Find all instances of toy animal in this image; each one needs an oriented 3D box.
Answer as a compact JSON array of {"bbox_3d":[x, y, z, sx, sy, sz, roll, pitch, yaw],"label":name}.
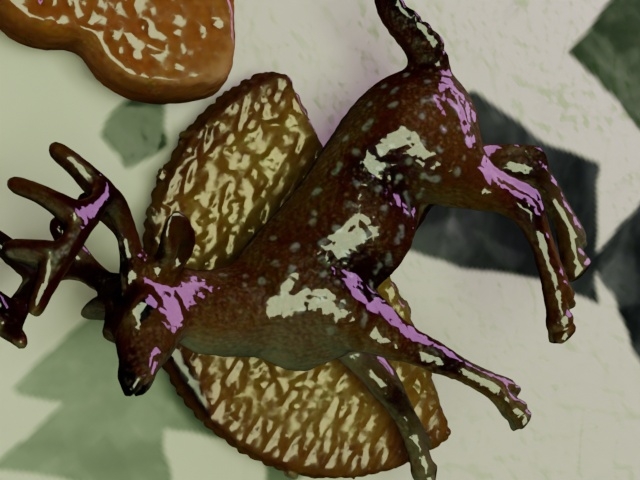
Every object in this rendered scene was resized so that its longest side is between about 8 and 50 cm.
[{"bbox_3d":[-0.010,0.004,0.793,0.260,0.087,0.243,40,64,-17],"label":"toy animal"}]

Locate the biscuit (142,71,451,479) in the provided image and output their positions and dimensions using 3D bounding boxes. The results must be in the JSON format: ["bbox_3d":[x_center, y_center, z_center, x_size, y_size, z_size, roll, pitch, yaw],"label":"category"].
[{"bbox_3d":[-0.023,0.031,0.833,0.126,0.025,0.206,-29,100,-19],"label":"biscuit"}]

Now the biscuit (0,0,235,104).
[{"bbox_3d":[-0.099,-0.219,0.786,0.284,0.043,0.306,44,75,-17],"label":"biscuit"}]
